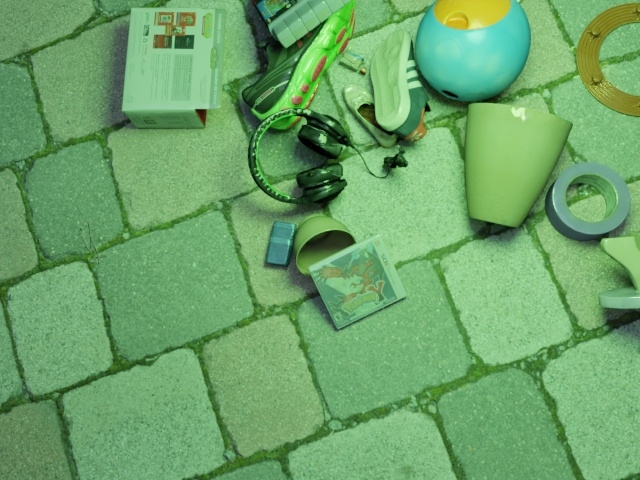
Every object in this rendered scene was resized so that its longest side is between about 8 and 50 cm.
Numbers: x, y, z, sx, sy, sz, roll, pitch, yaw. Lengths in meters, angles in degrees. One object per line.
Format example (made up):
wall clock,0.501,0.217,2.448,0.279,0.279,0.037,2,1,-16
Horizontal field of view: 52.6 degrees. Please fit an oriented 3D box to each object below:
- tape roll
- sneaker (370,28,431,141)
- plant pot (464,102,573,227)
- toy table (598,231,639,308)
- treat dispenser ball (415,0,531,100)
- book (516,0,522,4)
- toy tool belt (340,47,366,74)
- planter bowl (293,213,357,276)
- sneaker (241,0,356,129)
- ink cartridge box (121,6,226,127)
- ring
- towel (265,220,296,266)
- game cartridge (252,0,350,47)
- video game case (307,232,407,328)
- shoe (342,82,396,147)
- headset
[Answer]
tape roll,0.676,-0.098,1.645,0.189,0.080,0.189,-1,78,4
sneaker,0.227,-0.411,1.746,0.131,0.148,0.350,-25,49,42
plant pot,0.466,-0.177,1.616,0.256,0.256,0.274,12,95,8
toy table,0.796,0.063,1.528,0.274,0.252,0.161,-7,93,-9
treat dispenser ball,0.387,-0.502,1.654,0.288,0.288,0.288,-1,77,5
book,0.522,-0.693,1.818,0.096,0.035,0.144,33,84,15
toy tool belt,0.100,-0.502,1.802,0.083,0.052,0.051,28,90,10
planter bowl,0.000,0.000,1.656,0.162,0.162,0.109,-25,46,-1
sneaker,-0.054,-0.538,1.759,0.202,0.185,0.483,28,78,13
ink cartridge box,-0.389,-0.478,1.800,0.271,0.130,0.309,1,78,4
ring,0.864,-0.493,1.740,0.336,0.032,0.337,-1,78,6
towel,-0.104,0.009,1.718,0.067,0.029,0.119,11,78,8
game cartridge,-0.062,-0.659,1.733,0.230,0.068,0.355,-31,41,5
video game case,0.095,0.104,1.639,0.201,0.023,0.183,-26,106,0
shoe,0.137,-0.350,1.760,0.076,0.058,0.219,-36,77,-3
headset,0.016,-0.210,1.656,0.394,0.185,0.243,2,95,-17
